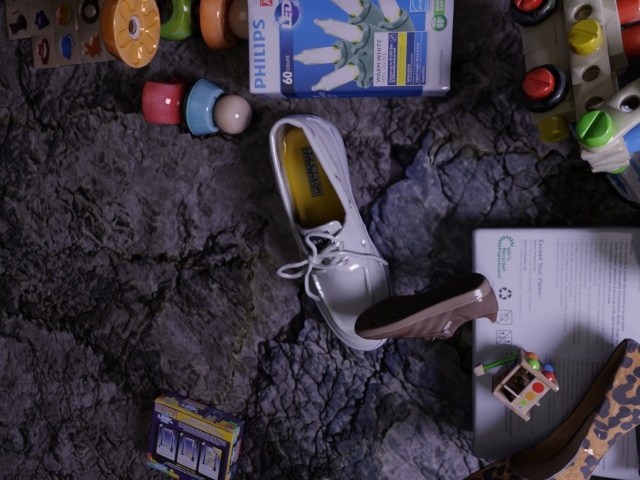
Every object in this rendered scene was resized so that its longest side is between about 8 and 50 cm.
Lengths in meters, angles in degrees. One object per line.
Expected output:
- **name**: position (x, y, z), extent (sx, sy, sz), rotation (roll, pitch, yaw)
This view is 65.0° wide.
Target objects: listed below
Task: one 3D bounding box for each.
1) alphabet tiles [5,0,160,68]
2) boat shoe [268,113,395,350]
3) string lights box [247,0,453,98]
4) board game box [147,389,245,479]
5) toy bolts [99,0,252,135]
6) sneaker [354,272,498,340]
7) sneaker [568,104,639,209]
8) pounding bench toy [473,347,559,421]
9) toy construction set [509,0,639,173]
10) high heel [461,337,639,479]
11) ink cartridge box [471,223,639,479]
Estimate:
- **alphabet tiles**: position (-0.427, -0.456, 0.875), extent (0.343, 0.011, 0.285), rotation (2, 100, 20)
- **boat shoe**: position (0.007, -0.003, 0.709), extent (0.136, 0.156, 0.366), rotation (-12, 94, 22)
- **string lights box**: position (0.039, -0.261, 0.669), extent (0.260, 0.077, 0.133), rotation (1, 100, 8)
- **board game box**: position (-0.231, 0.373, 0.924), extent (0.170, 0.048, 0.141), rotation (15, 102, 18)
- **toy bolts**: position (-0.179, -0.255, 0.727), extent (0.159, 0.218, 0.228), rotation (15, 122, 12)
- **sneaker**: position (0.137, 0.107, 0.656), extent (0.188, 0.066, 0.071), rotation (-22, 111, 23)
- **sneaker**: position (0.363, -0.137, 0.608), extent (0.083, 0.071, 0.190), rotation (-33, 90, 9)
- **pounding bench toy**: position (0.245, 0.166, 0.630), extent (0.083, 0.052, 0.065), rotation (38, 109, 11)
- **toy construction set**: position (0.317, -0.202, 0.502), extent (0.215, 0.151, 0.327), rotation (-10, 60, 38)
- **high heel**: position (0.278, 0.220, 0.600), extent (0.261, 0.093, 0.186), rotation (-13, 99, 7)
- **ink cartridge box**: position (0.367, 0.141, 0.646), extent (0.330, 0.071, 0.323), rotation (1, 98, 19)
